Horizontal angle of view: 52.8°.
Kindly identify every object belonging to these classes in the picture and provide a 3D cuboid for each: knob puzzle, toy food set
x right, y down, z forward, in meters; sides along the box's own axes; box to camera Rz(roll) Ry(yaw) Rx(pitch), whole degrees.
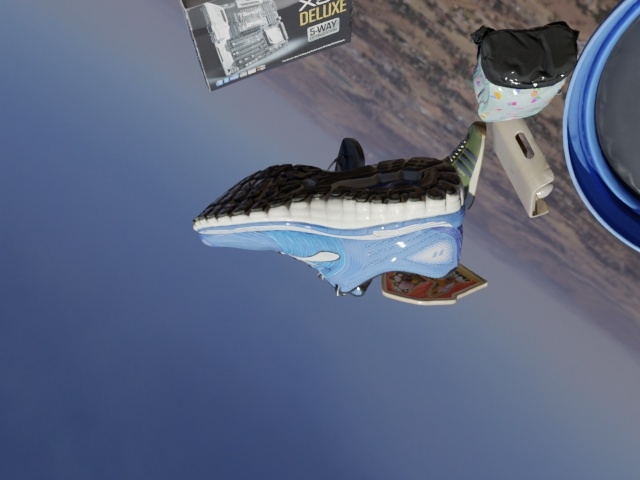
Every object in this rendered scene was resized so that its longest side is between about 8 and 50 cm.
[{"bbox_3d":[0.208,0.070,1.307,0.213,0.030,0.213,-2,-150,1],"label":"knob puzzle"},{"bbox_3d":[0.533,-0.200,1.658,0.219,0.092,0.306,68,-170,18],"label":"toy food set"}]

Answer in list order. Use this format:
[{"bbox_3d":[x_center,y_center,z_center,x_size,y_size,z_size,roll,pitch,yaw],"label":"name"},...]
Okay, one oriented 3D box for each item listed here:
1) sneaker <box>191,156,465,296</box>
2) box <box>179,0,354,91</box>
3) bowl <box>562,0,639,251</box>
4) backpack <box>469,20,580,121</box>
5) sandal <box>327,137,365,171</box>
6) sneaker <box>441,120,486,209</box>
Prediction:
[{"bbox_3d":[0.000,0.000,0.722,0.330,0.147,0.130,2,-148,30],"label":"sneaker"},{"bbox_3d":[-0.091,-0.416,1.179,0.242,0.308,0.076,91,157,-71],"label":"box"},{"bbox_3d":[0.473,-0.138,0.701,0.391,0.391,0.077,37,-140,1],"label":"bowl"},{"bbox_3d":[0.292,-0.250,0.976,0.152,0.115,0.182,3,176,3],"label":"backpack"},{"bbox_3d":[0.039,-0.112,1.473,0.054,0.254,0.097,12,-176,-33],"label":"sandal"},{"bbox_3d":[0.295,-0.166,1.376,0.086,0.192,0.064,11,180,-2],"label":"sneaker"}]
